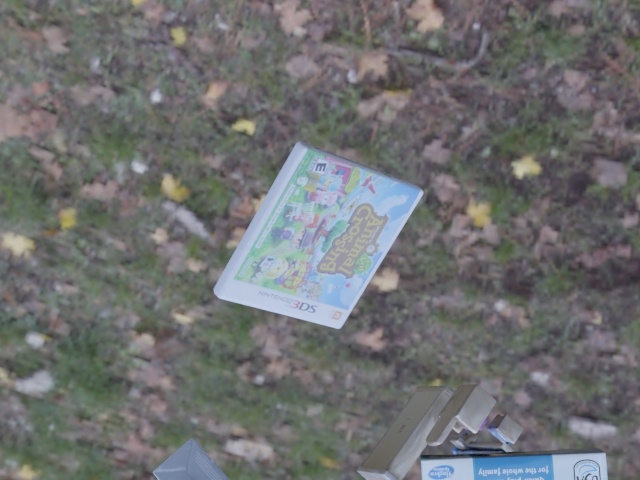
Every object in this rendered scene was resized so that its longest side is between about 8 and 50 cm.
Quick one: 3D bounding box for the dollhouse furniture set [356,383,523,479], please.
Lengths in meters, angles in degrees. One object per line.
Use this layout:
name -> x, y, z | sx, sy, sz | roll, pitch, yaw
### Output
dollhouse furniture set -> 0.272, 0.428, 2.068 | 0.303, 0.198, 0.286 | 41, 162, -9

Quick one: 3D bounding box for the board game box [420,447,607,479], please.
board game box -> 0.274, 0.463, 1.607 | 0.254, 0.336, 0.079 | -4, 174, 5

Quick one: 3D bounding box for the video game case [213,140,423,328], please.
video game case -> 0.000, 0.000, 1.397 | 0.193, 0.212, 0.023 | 17, -159, -37

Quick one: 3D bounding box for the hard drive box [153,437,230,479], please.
hard drive box -> -0.167, 0.450, 1.942 | 0.181, 0.089, 0.232 | 45, 167, 24
